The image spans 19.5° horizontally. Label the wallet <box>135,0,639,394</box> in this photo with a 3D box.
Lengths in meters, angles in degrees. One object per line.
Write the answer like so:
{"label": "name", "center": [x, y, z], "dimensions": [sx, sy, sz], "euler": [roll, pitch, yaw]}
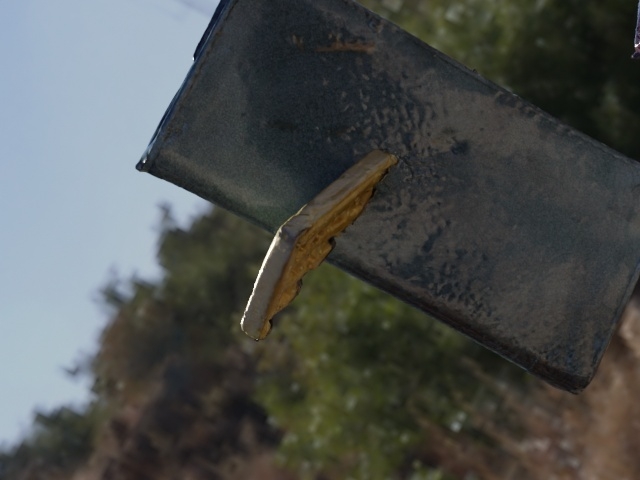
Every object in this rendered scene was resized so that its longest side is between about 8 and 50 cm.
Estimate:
{"label": "wallet", "center": [0.072, -0.047, 1.371], "dimensions": [0.190, 0.379, 0.046], "euler": [-64, 10, -10]}

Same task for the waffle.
{"label": "waffle", "center": [0.000, 0.000, 1.315], "dimensions": [0.153, 0.023, 0.097], "euler": [-42, -21, -48]}

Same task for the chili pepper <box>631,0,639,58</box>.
{"label": "chili pepper", "center": [0.229, -0.205, 0.962], "dimensions": [0.136, 0.144, 0.252], "euler": [-169, 77, -66]}
